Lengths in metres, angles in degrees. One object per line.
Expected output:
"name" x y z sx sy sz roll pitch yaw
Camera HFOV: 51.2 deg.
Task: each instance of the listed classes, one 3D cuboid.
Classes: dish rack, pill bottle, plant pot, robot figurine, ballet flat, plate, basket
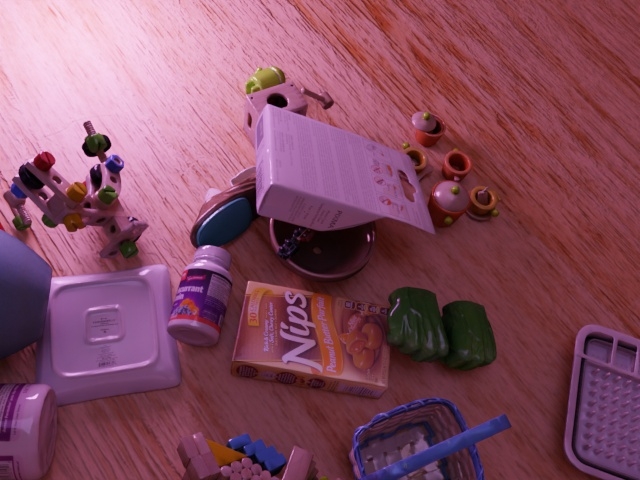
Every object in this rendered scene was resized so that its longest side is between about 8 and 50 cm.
"dish rack" 0.654 0.370 1.427 0.285 0.072 0.333 20 59 0
"pill bottle" -0.243 0.112 1.386 0.108 0.108 0.193 12 59 -4
"plant pot" -0.611 0.107 1.240 0.195 0.290 0.290 9 59 -22
"robot figurine" -0.139 -0.406 1.718 0.115 0.067 0.101 -35 64 -25
"ballet flat" -0.182 -0.099 1.525 0.342 0.116 0.124 -37 52 -26
"plate" -0.436 0.178 1.351 0.277 0.045 0.278 -6 63 -14
"plant pot" 0.000 0.000 1.492 0.237 0.110 0.237 5 59 -8
"basket" 0.185 0.392 1.202 0.254 0.289 0.201 -16 65 -17
"pill bottle" -0.629 0.333 1.157 0.301 0.169 0.169 2 61 -9

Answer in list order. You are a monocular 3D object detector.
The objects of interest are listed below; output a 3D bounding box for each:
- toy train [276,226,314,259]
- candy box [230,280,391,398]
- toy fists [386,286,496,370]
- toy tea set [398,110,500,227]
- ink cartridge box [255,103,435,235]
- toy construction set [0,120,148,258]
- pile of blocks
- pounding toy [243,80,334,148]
"toy train" -0.033 -0.015 1.416 0.036 0.027 0.158 38 62 8
"candy box" -0.014 0.207 1.386 0.316 0.087 0.183 11 58 -5
"toy fists" 0.254 0.197 1.400 0.279 0.096 0.142 17 48 -30
"toy tea set" 0.304 -0.185 1.641 0.200 0.124 0.336 -23 68 -21
"ink cartridge box" 0.045 -0.134 1.485 0.385 0.091 0.308 17 38 -20
"toy construction set" -0.512 -0.044 1.382 0.309 0.257 0.237 -29 82 -2
"pile of blocks" -0.097 0.457 1.230 0.362 0.113 0.149 28 41 1
"pounding toy" -0.076 -0.333 1.623 0.206 0.181 0.094 -23 67 -21
